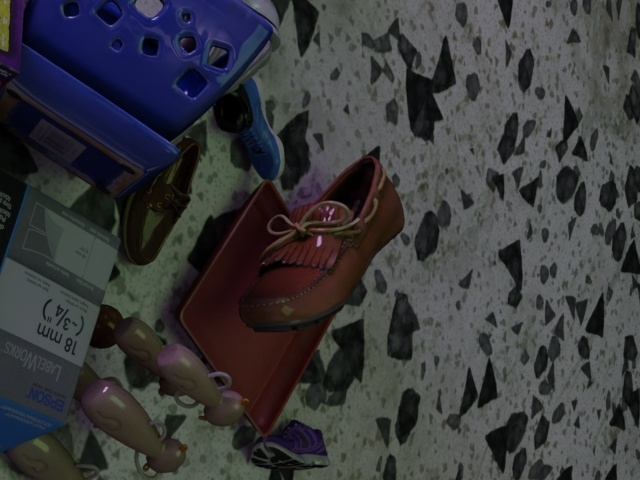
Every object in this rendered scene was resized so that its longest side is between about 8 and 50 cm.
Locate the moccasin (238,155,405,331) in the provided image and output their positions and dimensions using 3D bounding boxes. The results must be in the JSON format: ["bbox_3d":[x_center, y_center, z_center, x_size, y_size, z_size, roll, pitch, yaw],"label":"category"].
[{"bbox_3d":[0.003,0.000,1.828,0.380,0.139,0.147,-42,123,-45],"label":"moccasin"}]

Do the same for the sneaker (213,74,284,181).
[{"bbox_3d":[-0.100,-0.145,1.824,0.084,0.058,0.152,-31,113,-56],"label":"sneaker"}]

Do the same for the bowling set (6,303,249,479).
[{"bbox_3d":[-0.213,0.172,1.582,0.154,0.287,0.200,49,25,-33],"label":"bowling set"}]

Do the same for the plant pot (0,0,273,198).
[{"bbox_3d":[-0.224,-0.186,1.456,0.236,0.236,0.212,33,72,-14],"label":"plant pot"}]

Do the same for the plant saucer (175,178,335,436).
[{"bbox_3d":[-0.090,0.092,1.862,0.258,0.047,0.259,-60,137,-33],"label":"plant saucer"}]

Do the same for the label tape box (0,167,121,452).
[{"bbox_3d":[-0.365,0.105,1.431,0.240,0.106,0.334,35,63,-49],"label":"label tape box"}]

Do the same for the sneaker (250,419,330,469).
[{"bbox_3d":[-0.047,0.290,1.935,0.170,0.068,0.071,22,58,-61],"label":"sneaker"}]

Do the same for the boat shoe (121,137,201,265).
[{"bbox_3d":[-0.197,-0.053,1.694,0.064,0.060,0.178,39,61,-48],"label":"boat shoe"}]

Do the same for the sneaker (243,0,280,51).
[{"bbox_3d":[-0.133,-0.339,1.766,0.235,0.090,0.095,48,36,-44],"label":"sneaker"}]

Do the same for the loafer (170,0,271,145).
[{"bbox_3d":[-0.188,-0.192,1.655,0.319,0.112,0.111,-48,121,-35],"label":"loafer"}]

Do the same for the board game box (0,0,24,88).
[{"bbox_3d":[-0.377,-0.325,1.288,0.208,0.056,0.347,26,49,-42],"label":"board game box"}]
